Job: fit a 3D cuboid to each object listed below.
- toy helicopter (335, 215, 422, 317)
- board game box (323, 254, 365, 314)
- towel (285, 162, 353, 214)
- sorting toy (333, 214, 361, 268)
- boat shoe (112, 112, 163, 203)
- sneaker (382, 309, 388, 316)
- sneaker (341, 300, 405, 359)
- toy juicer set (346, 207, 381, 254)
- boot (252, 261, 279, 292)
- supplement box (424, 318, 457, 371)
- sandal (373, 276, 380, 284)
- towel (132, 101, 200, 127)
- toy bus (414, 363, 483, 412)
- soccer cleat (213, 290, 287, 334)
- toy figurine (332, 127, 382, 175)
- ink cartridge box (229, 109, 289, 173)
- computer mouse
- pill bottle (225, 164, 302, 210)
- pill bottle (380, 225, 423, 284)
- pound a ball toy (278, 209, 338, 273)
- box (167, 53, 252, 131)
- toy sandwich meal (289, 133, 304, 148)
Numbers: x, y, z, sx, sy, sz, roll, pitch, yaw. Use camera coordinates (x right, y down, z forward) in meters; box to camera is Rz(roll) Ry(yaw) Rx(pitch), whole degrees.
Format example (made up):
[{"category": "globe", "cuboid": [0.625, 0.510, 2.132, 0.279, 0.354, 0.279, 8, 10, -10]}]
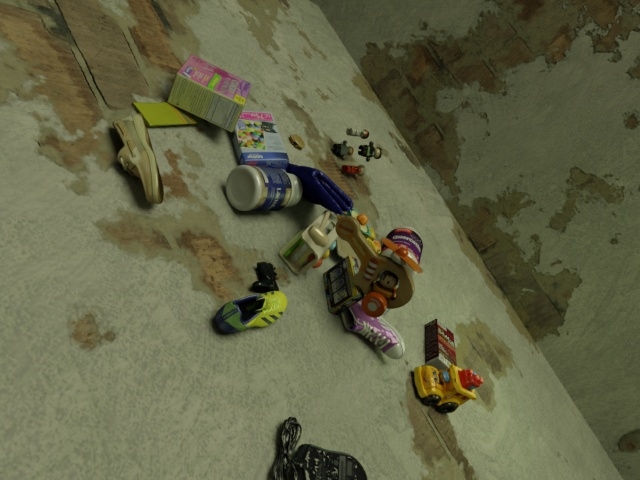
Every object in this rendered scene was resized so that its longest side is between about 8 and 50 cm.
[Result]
[{"category": "toy helicopter", "cuboid": [0.182, 0.061, 1.565, 0.355, 0.235, 0.140, 54, 32, 2]}, {"category": "board game box", "cuboid": [0.082, 0.160, 1.699, 0.048, 0.141, 0.170, 28, 39, -37]}, {"category": "towel", "cuboid": [-0.023, -0.198, 1.829, 0.228, 0.076, 0.308, 40, -7, -27]}, {"category": "sorting toy", "cuboid": [0.112, 0.039, 1.956, 0.196, 0.047, 0.347, 38, 29, -32]}, {"category": "boat shoe", "cuboid": [-0.511, -0.224, 1.327, 0.098, 0.109, 0.302, -16, 67, -16]}, {"category": "sneaker", "cuboid": [0.235, 0.268, 1.890, 0.059, 0.053, 0.144, 54, 29, 5]}, {"category": "sneaker", "cuboid": [0.174, 0.330, 1.708, 0.282, 0.102, 0.161, 49, 32, 14]}, {"category": "toy juicer set", "cuboid": [0.181, -0.075, 2.067, 0.209, 0.089, 0.329, 11, 47, -59]}, {"category": "boot", "cuboid": [-0.178, 0.113, 1.482, 0.121, 0.045, 0.099, 20, 45, -54]}, {"category": "supplement box", "cuboid": [0.521, 0.470, 2.058, 0.130, 0.073, 0.239, 42, 31, -18]}, {"category": "sandal", "cuboid": [0.269, 0.180, 2.030, 0.180, 0.049, 0.072, 40, 33, -22]}, {"category": "towel", "cuboid": [-0.514, -0.423, 1.597, 0.102, 0.021, 0.237, 51, 31, 7]}, {"category": "toy bus", "cuboid": [0.499, 0.544, 1.817, 0.220, 0.211, 0.149, 32, 38, -30]}, {"category": "soccer cleat", "cuboid": [-0.169, 0.191, 1.337, 0.289, 0.121, 0.093, -10, 67, -57]}, {"category": "toy figurine", "cuboid": [0.187, -0.453, 2.409, 0.148, 0.213, 0.209, -1, 54, -41]}, {"category": "ink cartridge box", "cuboid": [-0.236, -0.369, 1.820, 0.186, 0.065, 0.311, -5, 62, -29]}, {"category": "computer mouse", "cuboid": [-0.004, 0.589, 1.219, 0.272, 0.072, 0.188, 29, 38, -15]}, {"category": "pill bottle", "cuboid": [-0.188, -0.180, 1.661, 0.265, 0.153, 0.153, -7, 65, -56]}, {"category": "pill bottle", "cuboid": [0.369, 0.054, 2.168, 0.181, 0.181, 0.323, 48, 30, -10]}, {"category": "pound a ball toy", "cuboid": [0.000, 0.000, 1.684, 0.135, 0.208, 0.319, 50, 29, -5]}, {"category": "box", "cuboid": [-0.390, -0.530, 1.701, 0.243, 0.117, 0.213, 24, 34, -16]}, {"category": "toy sandwich meal", "cuboid": [-0.107, -0.453, 2.184, 0.085, 0.029, 0.085, 40, 29, -28]}]
